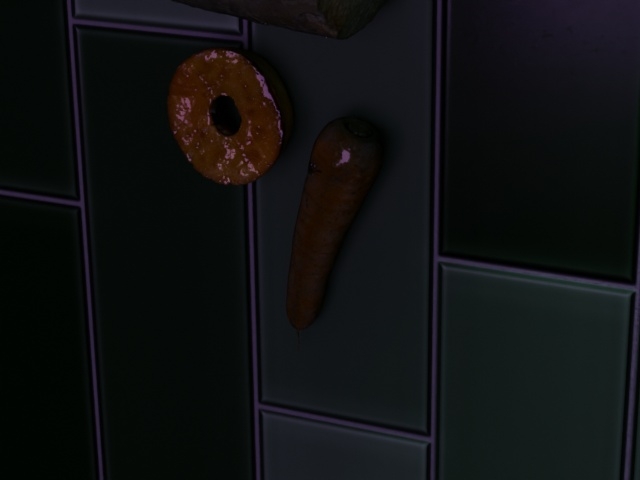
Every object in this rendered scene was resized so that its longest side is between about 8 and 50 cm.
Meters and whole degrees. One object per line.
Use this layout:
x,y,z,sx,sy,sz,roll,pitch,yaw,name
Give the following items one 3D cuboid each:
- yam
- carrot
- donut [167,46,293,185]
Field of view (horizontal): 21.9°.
-0.059,-0.296,1.659,0.268,0.161,0.161,17,116,19,yam
0.000,0.000,1.807,0.078,0.078,0.298,26,123,15,carrot
-0.095,-0.139,1.799,0.152,0.058,0.152,9,112,22,donut
